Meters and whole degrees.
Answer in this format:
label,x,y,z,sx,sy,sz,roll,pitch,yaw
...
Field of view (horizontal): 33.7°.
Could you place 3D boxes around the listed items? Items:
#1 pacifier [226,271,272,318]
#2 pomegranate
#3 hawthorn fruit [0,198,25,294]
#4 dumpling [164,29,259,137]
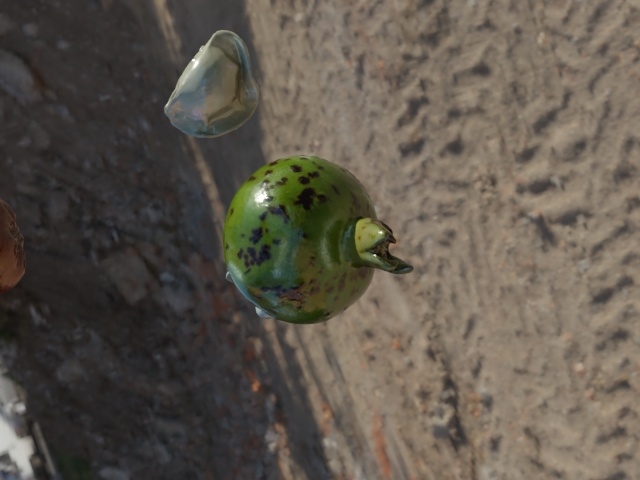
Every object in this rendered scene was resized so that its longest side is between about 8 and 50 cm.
label,x,y,z,sx,sy,sz,roll,pitch,yaw
pacifier,-0.092,0.081,1.885,0.150,0.126,0.117,27,-131,-55
pomegranate,0.000,0.000,1.295,0.263,0.211,0.211,2,115,36
hawthorn fruit,-0.268,0.008,0.780,0.081,0.093,0.081,165,90,-83
dumpling,-0.164,-0.250,1.745,0.134,0.169,0.100,33,157,-10
